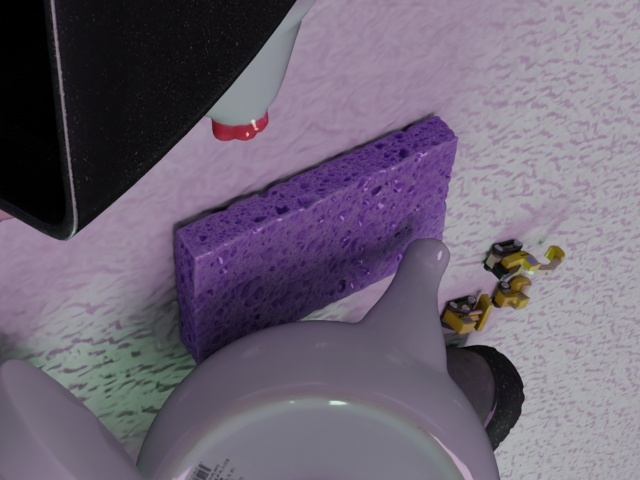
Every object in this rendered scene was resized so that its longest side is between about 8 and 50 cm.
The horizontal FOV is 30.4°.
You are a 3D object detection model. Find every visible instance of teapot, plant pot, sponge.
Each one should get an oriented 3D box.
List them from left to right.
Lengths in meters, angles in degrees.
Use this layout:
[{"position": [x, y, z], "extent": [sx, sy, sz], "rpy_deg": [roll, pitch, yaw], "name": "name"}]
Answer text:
[{"position": [-0.093, -0.143, 0.391], "extent": [0.167, 0.188, 0.187], "rpy_deg": [-37, 141, -42], "name": "plant pot"}, {"position": [-0.005, 0.160, 0.793], "extent": [0.256, 0.187, 0.253], "rpy_deg": [-15, 106, 4], "name": "teapot"}, {"position": [0.000, 0.000, 0.795], "extent": [0.210, 0.031, 0.117], "rpy_deg": [-25, 144, -25], "name": "sponge"}]

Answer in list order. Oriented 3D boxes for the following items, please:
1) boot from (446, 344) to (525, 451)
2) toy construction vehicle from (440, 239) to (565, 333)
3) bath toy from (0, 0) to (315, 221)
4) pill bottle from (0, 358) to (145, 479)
[{"position": [0.017, 0.222, 1.017], "extent": [0.222, 0.118, 0.338], "rpy_deg": [6, 113, -46], "name": "boot"}, {"position": [0.159, 0.043, 1.006], "extent": [0.098, 0.035, 0.086], "rpy_deg": [-9, 135, -40], "name": "toy construction vehicle"}, {"position": [-0.140, -0.038, 0.496], "extent": [0.348, 0.151, 0.129], "rpy_deg": [-38, 142, -31], "name": "bath toy"}, {"position": [-0.250, 0.218, 0.649], "extent": [0.323, 0.181, 0.181], "rpy_deg": [-43, 147, 0], "name": "pill bottle"}]
